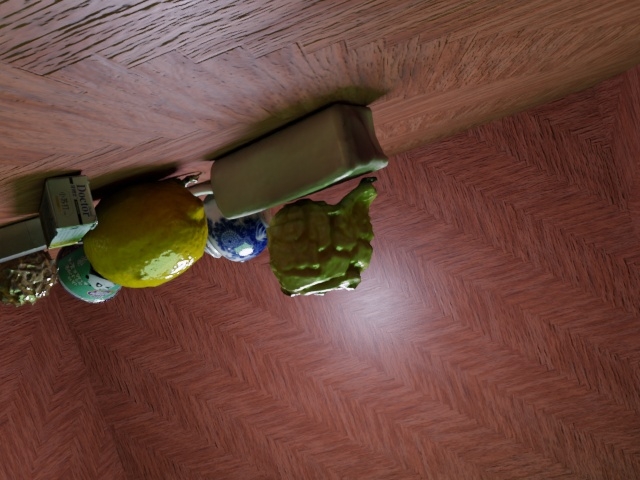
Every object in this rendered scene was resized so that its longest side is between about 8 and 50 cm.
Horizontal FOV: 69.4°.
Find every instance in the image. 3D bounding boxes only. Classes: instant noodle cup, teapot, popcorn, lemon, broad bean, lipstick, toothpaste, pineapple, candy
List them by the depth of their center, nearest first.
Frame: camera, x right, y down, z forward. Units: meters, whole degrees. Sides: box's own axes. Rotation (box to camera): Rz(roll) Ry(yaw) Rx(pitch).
[{"bbox_3d":[-0.475,-0.043,0.854,0.071,0.089,0.313,-13,180,-33],"label":"toothpaste"},{"bbox_3d":[-0.684,0.008,1.006,0.318,0.068,0.066,-19,-177,-11],"label":"lipstick"},{"bbox_3d":[-0.376,-0.015,1.012,0.288,0.233,0.233,-28,-178,9],"label":"lemon"},{"bbox_3d":[-0.049,-0.168,1.018,0.359,0.144,0.208,-16,-174,33],"label":"candy"},{"bbox_3d":[0.001,0.009,1.088,0.293,0.236,0.293,-16,-178,1],"label":"popcorn"},{"bbox_3d":[-0.433,-0.094,1.153,0.318,0.055,0.098,-20,-177,15],"label":"broad bean"},{"bbox_3d":[-0.840,0.081,1.212,0.362,0.174,0.175,1,-166,31],"label":"pineapple"},{"bbox_3d":[-0.304,-0.045,1.498,0.280,0.252,0.424,-24,147,7],"label":"teapot"},{"bbox_3d":[-0.750,0.070,1.605,0.190,0.251,0.251,-27,179,33],"label":"instant noodle cup"}]

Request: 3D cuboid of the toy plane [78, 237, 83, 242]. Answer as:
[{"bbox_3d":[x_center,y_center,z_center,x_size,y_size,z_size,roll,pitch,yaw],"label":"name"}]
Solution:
[{"bbox_3d":[-0.621,-0.024,1.462,0.223,0.104,0.326,-6,-166,11],"label":"toy plane"}]
